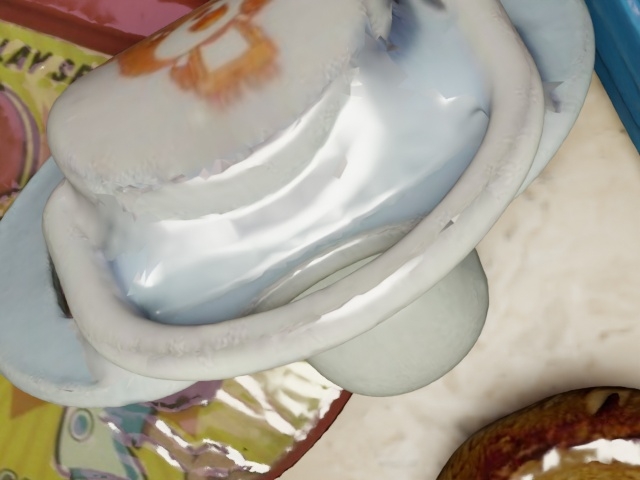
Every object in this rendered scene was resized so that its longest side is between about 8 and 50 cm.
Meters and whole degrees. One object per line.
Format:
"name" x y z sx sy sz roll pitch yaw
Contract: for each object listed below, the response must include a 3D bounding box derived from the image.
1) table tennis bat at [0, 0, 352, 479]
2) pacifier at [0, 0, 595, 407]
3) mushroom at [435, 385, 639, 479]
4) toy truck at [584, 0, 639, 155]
"table tennis bat" -0.078 -0.054 0.627 0.268 0.051 0.415 18 93 5
"pacifier" 0.000 0.000 0.534 0.279 0.207 0.227 -29 41 4
"mushroom" 0.132 0.174 0.558 0.194 0.138 0.231 11 101 -6
"toy truck" 0.198 -0.086 0.538 0.162 0.161 0.385 -26 84 -3
